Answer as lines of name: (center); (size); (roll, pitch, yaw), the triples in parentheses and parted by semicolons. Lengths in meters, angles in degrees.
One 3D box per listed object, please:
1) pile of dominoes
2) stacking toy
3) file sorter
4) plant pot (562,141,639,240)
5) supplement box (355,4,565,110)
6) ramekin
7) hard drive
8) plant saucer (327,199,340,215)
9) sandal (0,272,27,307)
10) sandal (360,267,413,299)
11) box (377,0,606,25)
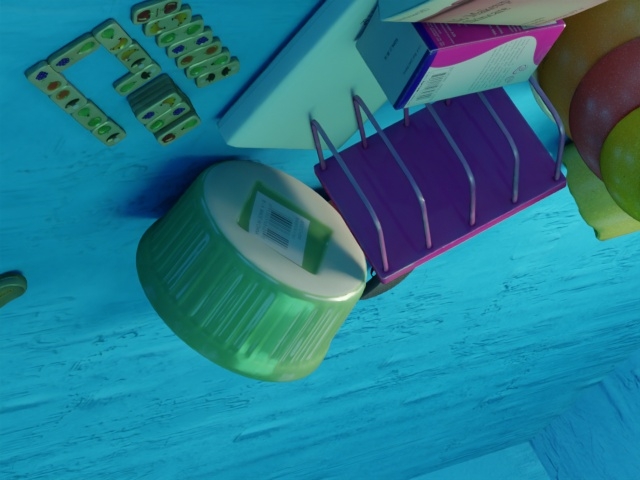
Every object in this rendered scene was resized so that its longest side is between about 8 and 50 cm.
pile of dominoes: (-0.203, -0.185, 1.714); (0.196, 0.040, 0.251); (-32, 159, 5)
stacking toy: (0.480, -0.126, 2.007); (0.350, 0.480, 0.351); (-1, 137, -1)
file sorter: (0.155, -0.122, 1.963); (0.290, 0.202, 0.182); (-28, 156, -6)
plant pot: (0.561, -0.127, 2.536); (0.254, 0.276, 0.276); (-24, 161, 18)
supplement box: (0.173, -0.252, 1.811); (0.220, 0.114, 0.111); (-14, 152, -33)
ramekin: (-0.083, 0.031, 2.000); (0.303, 0.303, 0.148); (-3, 139, -48)
hard drive: (0.053, -0.244, 1.892); (0.233, 0.047, 0.353); (-2, 145, -50)
plant saucer: (0.000, 0.000, 2.281); (0.258, 0.048, 0.259); (-32, 168, -50)
sandal: (-0.473, 0.107, 2.002); (0.180, 0.049, 0.072); (-31, 158, 2)
sandal: (0.155, 0.009, 2.579); (0.254, 0.054, 0.097); (-45, 162, 12)
box: (0.194, -0.321, 1.673); (0.232, 0.127, 0.148); (-4, 176, -28)
